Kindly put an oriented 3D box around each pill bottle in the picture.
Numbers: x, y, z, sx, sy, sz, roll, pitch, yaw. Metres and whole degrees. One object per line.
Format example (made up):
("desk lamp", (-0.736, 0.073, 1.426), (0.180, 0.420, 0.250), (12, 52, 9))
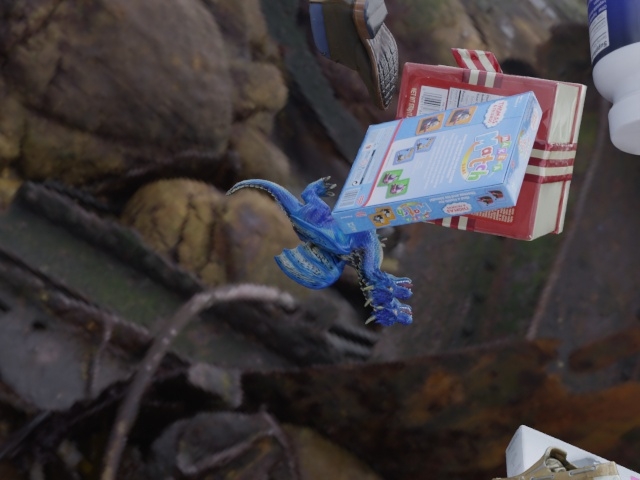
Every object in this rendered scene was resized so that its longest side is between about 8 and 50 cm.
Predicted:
("pill bottle", (0.382, -0.240, 1.399), (0.153, 0.153, 0.264), (16, 66, -42))

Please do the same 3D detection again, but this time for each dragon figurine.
("dragon figurine", (0.000, 0.000, 1.514), (0.289, 0.085, 0.144), (26, 39, 7))

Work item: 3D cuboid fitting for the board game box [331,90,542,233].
("board game box", (0.131, -0.087, 1.385), (0.039, 0.211, 0.160), (57, 39, -32))

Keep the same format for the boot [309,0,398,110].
("boot", (0.053, -0.296, 1.896), (0.082, 0.106, 0.219), (-57, 148, -35))

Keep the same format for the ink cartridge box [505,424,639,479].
("ink cartridge box", (0.408, 0.407, 1.812), (0.275, 0.060, 0.239), (23, 25, -5))

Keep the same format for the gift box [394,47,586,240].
("gift box", (0.228, -0.146, 1.789), (0.276, 0.255, 0.258), (16, 10, 20))

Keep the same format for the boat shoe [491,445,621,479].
("boat shoe", (0.255, 0.258, 1.338), (0.068, 0.190, 0.072), (-3, 86, -39))
